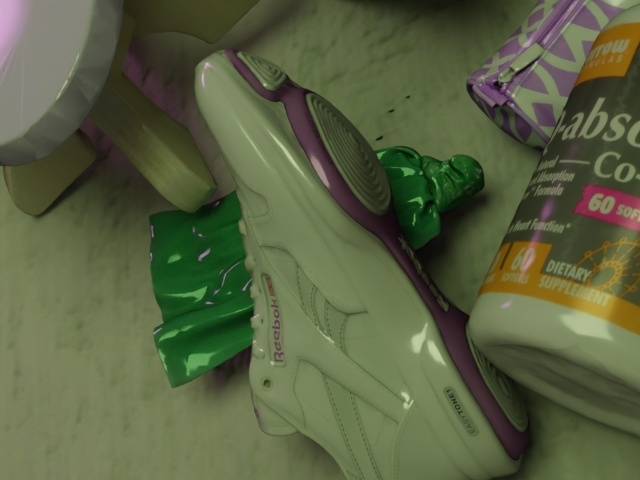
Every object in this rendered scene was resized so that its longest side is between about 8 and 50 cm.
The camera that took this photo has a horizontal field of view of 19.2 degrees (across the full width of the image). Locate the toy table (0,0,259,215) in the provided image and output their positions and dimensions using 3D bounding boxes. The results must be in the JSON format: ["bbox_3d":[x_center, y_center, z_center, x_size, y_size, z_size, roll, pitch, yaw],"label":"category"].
[{"bbox_3d":[-0.167,-0.131,1.277,0.252,0.161,0.274,-34,49,24],"label":"toy table"}]

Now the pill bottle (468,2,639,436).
[{"bbox_3d":[0.207,-0.036,1.076,0.162,0.162,0.278,17,75,31],"label":"pill bottle"}]

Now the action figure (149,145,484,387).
[{"bbox_3d":[0.000,0.000,1.221,0.232,0.063,0.137,-24,58,19],"label":"action figure"}]

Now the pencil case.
[{"bbox_3d":[0.174,-0.146,1.187,0.086,0.088,0.206,33,84,42],"label":"pencil case"}]

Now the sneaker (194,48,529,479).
[{"bbox_3d":[-0.008,0.033,1.126,0.152,0.114,0.305,-31,90,20],"label":"sneaker"}]
